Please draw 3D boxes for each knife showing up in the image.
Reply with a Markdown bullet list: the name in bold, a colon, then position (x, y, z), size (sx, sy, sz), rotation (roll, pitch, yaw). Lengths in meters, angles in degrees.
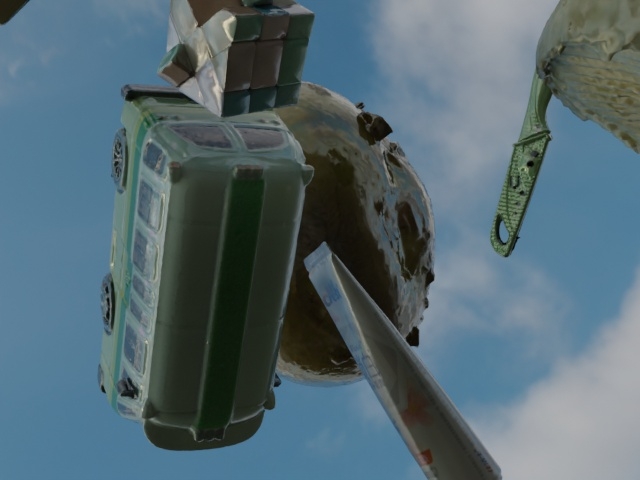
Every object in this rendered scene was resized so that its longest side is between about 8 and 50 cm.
- **knife**: position (0.237, -0.122, 1.144), size (0.020, 0.043, 0.293), rotation (24, -98, -54)

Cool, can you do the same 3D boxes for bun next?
- **bun**: position (0.288, -0.136, 0.727), size (0.259, 0.259, 0.152), rotation (31, -96, -33)

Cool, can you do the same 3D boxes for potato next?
- **potato**: position (0.000, 0.000, 1.458), size (0.385, 0.319, 0.442), rotation (-34, -71, -9)

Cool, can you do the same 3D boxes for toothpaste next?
- **toothpaste**: position (0.084, 0.143, 1.000), size (0.066, 0.100, 0.323), rotation (-33, -94, -17)

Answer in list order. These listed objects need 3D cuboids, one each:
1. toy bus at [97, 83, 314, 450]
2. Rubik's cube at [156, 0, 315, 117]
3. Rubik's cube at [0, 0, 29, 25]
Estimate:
- **toy bus**: position (-0.096, 0.029, 0.825), size (0.133, 0.165, 0.276), rotation (-1, -66, -23)
- **Rubik's cube**: position (-0.051, -0.120, 0.609), size (0.075, 0.073, 0.084), rotation (4, -66, -48)
- **Rubik's cube**: position (-0.251, -0.280, 0.731), size (0.213, 0.265, 0.224), rotation (-42, -89, 4)
